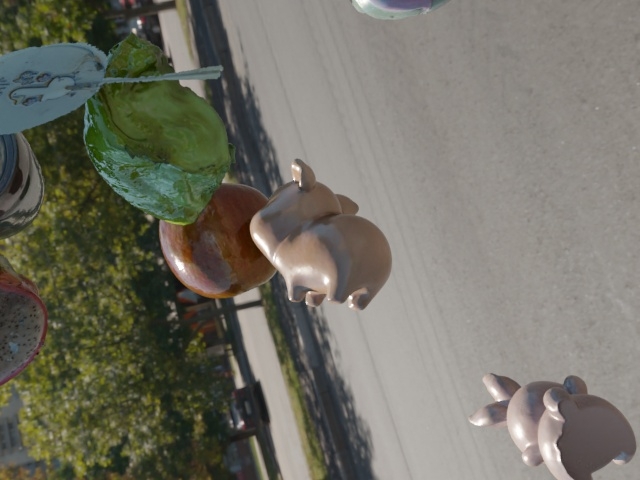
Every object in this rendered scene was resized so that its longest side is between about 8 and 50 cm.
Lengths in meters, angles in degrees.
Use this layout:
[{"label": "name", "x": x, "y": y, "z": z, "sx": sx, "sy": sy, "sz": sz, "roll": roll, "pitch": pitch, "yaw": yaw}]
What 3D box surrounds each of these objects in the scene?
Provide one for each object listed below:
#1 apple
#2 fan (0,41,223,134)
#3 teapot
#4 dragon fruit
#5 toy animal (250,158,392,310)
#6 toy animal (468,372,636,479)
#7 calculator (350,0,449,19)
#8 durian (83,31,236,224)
[{"label": "apple", "x": -0.229, "y": 0.013, "z": 1.516, "sx": 0.301, "sy": 0.301, "sz": 0.301, "roll": 167, "pitch": 90, "yaw": -78}, {"label": "fan", "x": -0.341, "y": -0.225, "z": 0.923, "sx": 0.012, "sy": 0.414, "sz": 0.233, "roll": 79, "pitch": -164, "yaw": -48}, {"label": "teapot", "x": -0.659, "y": -0.080, "z": 1.167, "sx": 0.233, "sy": 0.315, "sz": 0.312, "roll": 53, "pitch": 166, "yaw": 6}, {"label": "dragon fruit", "x": -0.691, "y": 0.159, "z": 1.242, "sx": 0.189, "sy": 0.290, "sz": 0.290, "roll": 31, "pitch": 139, "yaw": 38}, {"label": "toy animal", "x": 0.000, "y": 0.000, "z": 1.298, "sx": 0.237, "sy": 0.326, "sz": 0.269, "roll": 32, "pitch": -110, "yaw": -51}, {"label": "toy animal", "x": 0.282, "y": 0.221, "z": 0.795, "sx": 0.212, "sy": 0.124, "sz": 0.124, "roll": -176, "pitch": 73, "yaw": -78}, {"label": "calculator", "x": 0.029, "y": -0.290, "z": 0.506, "sx": 0.246, "sy": 0.141, "sz": 0.045, "roll": 52, "pitch": 165, "yaw": -4}, {"label": "durian", "x": -0.292, "y": -0.160, "z": 1.132, "sx": 0.256, "sy": 0.204, "sz": 0.340, "roll": 35, "pitch": 144, "yaw": -1}]
